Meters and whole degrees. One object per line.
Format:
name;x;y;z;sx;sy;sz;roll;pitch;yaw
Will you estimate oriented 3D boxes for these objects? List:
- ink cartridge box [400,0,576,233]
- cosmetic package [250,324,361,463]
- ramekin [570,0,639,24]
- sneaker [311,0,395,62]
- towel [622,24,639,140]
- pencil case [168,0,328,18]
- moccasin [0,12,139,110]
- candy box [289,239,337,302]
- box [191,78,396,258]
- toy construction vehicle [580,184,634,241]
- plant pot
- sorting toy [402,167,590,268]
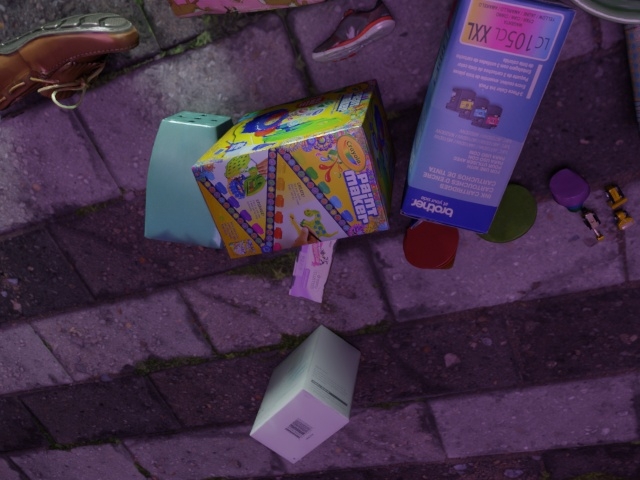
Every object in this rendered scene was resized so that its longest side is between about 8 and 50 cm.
ink cartridge box;0.239;-0.197;0.842;0.151;0.270;0.395;14;122;6
cosmetic package;-0.032;0.368;1.257;0.138;0.224;0.224;37;120;-9
ramekin;0.436;-0.445;0.673;0.304;0.148;0.303;8;115;17
sneaker;0.052;-0.368;0.913;0.158;0.061;0.064;-20;88;20
towel;0.602;-0.340;0.765;0.272;0.040;0.369;-9;108;27
pencil case;-0.075;-0.458;0.813;0.387;0.167;0.160;-4;139;12
moccasin;-0.501;-0.327;0.982;0.380;0.139;0.146;-11;119;17
candy box;0.000;0.000;1.048;0.070;0.196;0.164;15;121;2
box;-0.023;-0.134;0.918;0.279;0.290;0.176;-11;117;16
toy construction vehicle;0.556;-0.054;1.011;0.086;0.035;0.098;-37;111;16
plant pot;-0.248;-0.131;1.044;0.166;0.165;0.234;8;114;6
sorting toy;0.355;-0.021;1.045;0.366;0.127;0.126;-24;143;20
